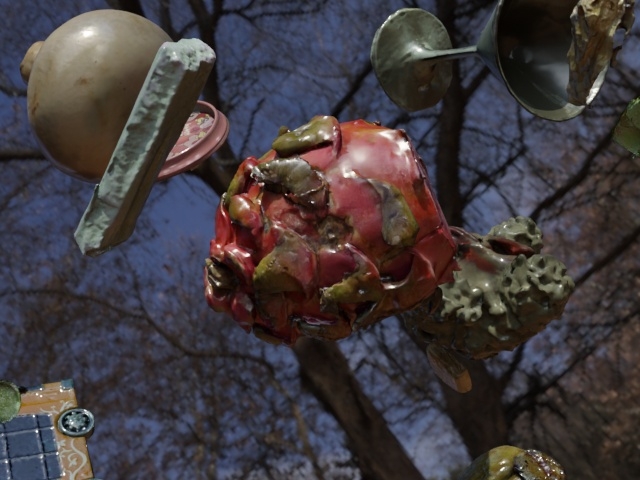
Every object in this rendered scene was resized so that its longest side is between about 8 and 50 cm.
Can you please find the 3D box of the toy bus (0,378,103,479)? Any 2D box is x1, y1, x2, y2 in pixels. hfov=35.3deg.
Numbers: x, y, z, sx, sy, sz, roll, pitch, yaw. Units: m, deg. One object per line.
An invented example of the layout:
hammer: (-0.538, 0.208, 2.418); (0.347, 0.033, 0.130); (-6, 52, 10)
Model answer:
toy bus: (-0.461, 0.399, 1.660); (0.194, 0.323, 0.162); (-6, -48, -22)

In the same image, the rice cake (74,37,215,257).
rice cake: (-0.171, -0.090, 0.974); (0.226, 0.040, 0.085); (-62, -6, 14)

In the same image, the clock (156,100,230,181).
clock: (-0.279, -0.172, 1.800); (0.244, 0.244, 0.056); (-31, -54, -16)

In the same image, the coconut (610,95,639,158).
coconut: (0.435, -0.140, 1.268); (0.055, 0.133, 0.158); (-30, 3, -15)

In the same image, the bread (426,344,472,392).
bread: (0.203, 0.200, 1.586); (0.035, 0.083, 0.070); (-37, -38, -11)

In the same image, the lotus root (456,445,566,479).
lotus root: (0.207, 0.376, 1.238); (0.154, 0.154, 0.278); (10, -64, -49)

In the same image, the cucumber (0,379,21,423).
cucumber: (-0.374, 0.187, 1.132); (0.048, 0.048, 0.105); (-13, -6, -36)

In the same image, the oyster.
oyster: (0.358, -0.268, 1.335); (0.209, 0.072, 0.133); (105, 179, -66)

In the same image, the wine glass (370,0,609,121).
wine glass: (0.288, -0.347, 1.827); (0.267, 0.406, 0.267); (-4, -82, -31)

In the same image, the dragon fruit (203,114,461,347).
dragon fruit: (0.000, 0.000, 1.158); (0.291, 0.250, 0.269); (-27, -10, 9)

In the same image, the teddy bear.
teddy bear: (0.168, 0.024, 1.523); (0.224, 0.367, 0.357); (-60, 3, 15)

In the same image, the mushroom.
mushroom: (-0.271, -0.177, 1.193); (0.207, 0.215, 0.207); (-36, -41, -39)
